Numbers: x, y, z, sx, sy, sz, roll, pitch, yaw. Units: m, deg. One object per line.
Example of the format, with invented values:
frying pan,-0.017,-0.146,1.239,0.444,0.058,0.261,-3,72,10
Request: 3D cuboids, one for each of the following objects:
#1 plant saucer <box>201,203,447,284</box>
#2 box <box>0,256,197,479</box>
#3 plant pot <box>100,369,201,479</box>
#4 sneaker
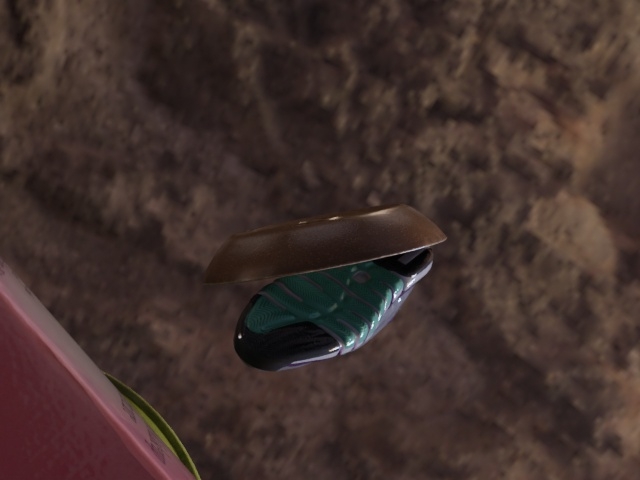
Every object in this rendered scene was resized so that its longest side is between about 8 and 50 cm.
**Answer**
plant saucer,0.000,0.000,1.451,0.199,0.199,0.036,-12,-87,-33
box,-0.145,0.130,0.935,0.127,0.148,0.232,-41,-81,-4
plant pot,-0.277,0.231,1.309,0.367,0.353,0.366,-1,-102,4
sneaker,0.008,0.070,1.438,0.083,0.098,0.224,37,-140,21
